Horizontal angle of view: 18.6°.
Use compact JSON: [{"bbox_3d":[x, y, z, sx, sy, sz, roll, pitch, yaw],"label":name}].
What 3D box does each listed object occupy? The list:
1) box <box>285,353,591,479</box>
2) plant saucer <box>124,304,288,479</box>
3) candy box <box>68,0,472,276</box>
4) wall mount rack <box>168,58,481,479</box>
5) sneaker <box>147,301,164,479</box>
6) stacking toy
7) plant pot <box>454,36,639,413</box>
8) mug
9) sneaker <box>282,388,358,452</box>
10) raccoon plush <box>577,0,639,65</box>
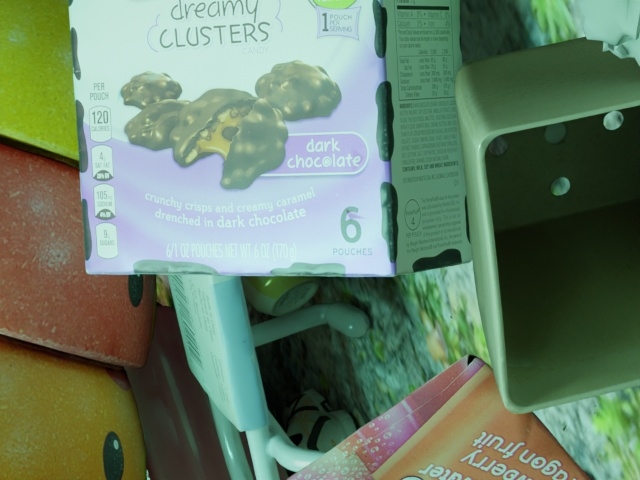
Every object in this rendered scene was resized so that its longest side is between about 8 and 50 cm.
[{"bbox_3d":[0.086,0.209,0.737,0.154,0.142,0.300,52,174,49],"label":"box"},{"bbox_3d":[-0.059,0.189,1.324,0.332,0.084,0.332,160,90,-84],"label":"plant saucer"},{"bbox_3d":[-0.025,-0.085,0.841,0.164,0.070,0.196,0,95,33],"label":"candy box"},{"bbox_3d":[0.000,0.000,0.979,0.304,0.130,0.350,-139,35,-65],"label":"wall mount rack"},{"bbox_3d":[-0.117,0.167,1.534,0.267,0.101,0.106,68,160,9],"label":"sneaker"},{"bbox_3d":[-0.201,-0.043,1.102,0.350,0.350,0.480,16,88,70],"label":"stacking toy"},{"bbox_3d":[0.098,-0.019,0.689,0.096,0.109,0.109,-116,15,-61],"label":"plant pot"},{"bbox_3d":[-0.034,0.009,1.180,0.064,0.062,0.078,55,-177,23],"label":"mug"},{"bbox_3d":[-0.010,0.123,1.253,0.109,0.043,0.040,-171,62,-73],"label":"sneaker"},{"bbox_3d":[0.007,-0.282,0.691,0.446,0.299,0.216,42,149,-11],"label":"raccoon plush"}]
